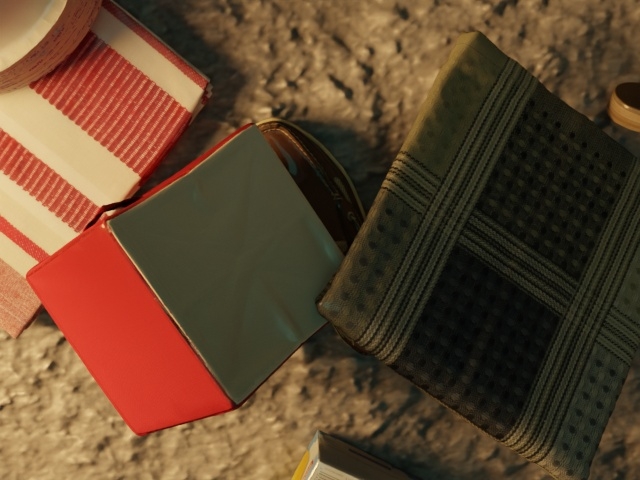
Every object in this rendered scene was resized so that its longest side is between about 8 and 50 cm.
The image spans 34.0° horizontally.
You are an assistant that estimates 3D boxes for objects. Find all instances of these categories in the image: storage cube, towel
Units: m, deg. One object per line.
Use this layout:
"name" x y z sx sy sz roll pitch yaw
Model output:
"storage cube" -0.111 0.040 0.940 0.184 0.193 0.215 -38 97 -36
"towel" 0.182 0.013 0.969 0.312 0.056 0.324 35 70 -14
"towel" -0.293 -0.099 1.035 0.237 0.037 0.329 39 95 -3

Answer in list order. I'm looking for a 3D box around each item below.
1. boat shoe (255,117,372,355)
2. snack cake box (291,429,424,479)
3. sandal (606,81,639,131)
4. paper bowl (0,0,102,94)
"boat shoe" 0.007 -0.004 1.015 0.095 0.095 0.257 -32 97 5
"snack cake box" 0.006 0.351 1.074 0.152 0.089 0.264 27 98 -6
"sandal" 0.393 -0.086 1.025 0.240 0.088 0.079 16 130 5
"paper bowl" -0.343 -0.273 0.933 0.284 0.148 0.284 0 93 5
